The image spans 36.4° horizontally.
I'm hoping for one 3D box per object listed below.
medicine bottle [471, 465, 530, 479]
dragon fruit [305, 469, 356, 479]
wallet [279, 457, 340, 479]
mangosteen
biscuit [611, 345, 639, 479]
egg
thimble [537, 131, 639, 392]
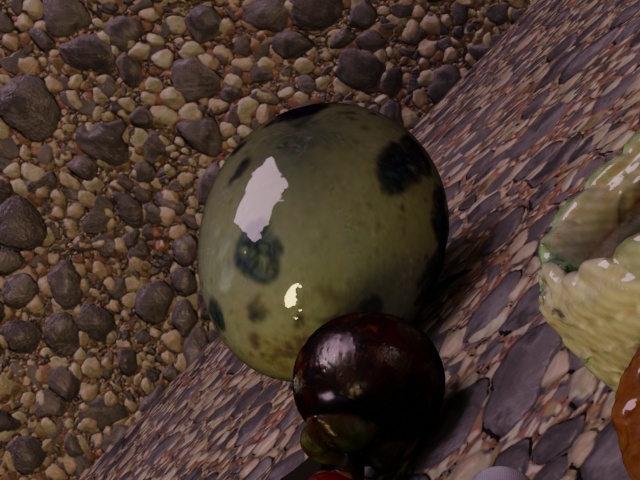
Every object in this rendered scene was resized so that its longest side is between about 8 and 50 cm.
[{"bbox_3d":[0.123,0.208,0.663,0.055,0.074,0.118,-44,9,22],"label":"medicine bottle"},{"bbox_3d":[0.029,0.259,0.870,0.094,0.094,0.190,-49,20,-20],"label":"dragon fruit"},{"bbox_3d":[-0.100,0.364,1.139,0.309,0.042,0.165,-41,8,24],"label":"wallet"},{"bbox_3d":[0.047,0.161,1.010,0.172,0.172,0.184,-41,14,31],"label":"mangosteen"},{"bbox_3d":[0.185,0.169,0.479,0.277,0.052,0.262,-46,23,5],"label":"biscuit"},{"bbox_3d":[0.000,0.000,1.357,0.345,0.345,0.428,-38,16,44],"label":"egg"},{"bbox_3d":[0.262,0.012,0.668,0.219,0.150,0.219,-44,8,8],"label":"thimble"}]
